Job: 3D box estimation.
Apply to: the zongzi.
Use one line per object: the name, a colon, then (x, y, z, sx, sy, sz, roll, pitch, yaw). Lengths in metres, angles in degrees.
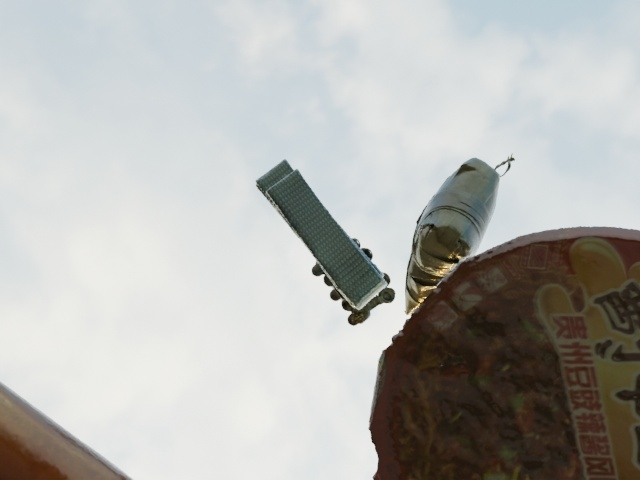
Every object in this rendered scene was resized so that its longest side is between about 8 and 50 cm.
zongzi: (0.125, -0.015, 1.272, 0.062, 0.154, 0.130, 26, -38, 6)

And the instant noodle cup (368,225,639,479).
instant noodle cup: (0.167, 0.126, 0.811, 0.274, 0.274, 0.091, 16, -32, 18)

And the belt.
belt: (0.004, -0.003, 1.408, 0.065, 0.100, 0.179, -36, -107, -1)

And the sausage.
sausage: (-0.228, 0.187, 1.040, 0.274, 0.105, 0.105, 40, -60, -12)
